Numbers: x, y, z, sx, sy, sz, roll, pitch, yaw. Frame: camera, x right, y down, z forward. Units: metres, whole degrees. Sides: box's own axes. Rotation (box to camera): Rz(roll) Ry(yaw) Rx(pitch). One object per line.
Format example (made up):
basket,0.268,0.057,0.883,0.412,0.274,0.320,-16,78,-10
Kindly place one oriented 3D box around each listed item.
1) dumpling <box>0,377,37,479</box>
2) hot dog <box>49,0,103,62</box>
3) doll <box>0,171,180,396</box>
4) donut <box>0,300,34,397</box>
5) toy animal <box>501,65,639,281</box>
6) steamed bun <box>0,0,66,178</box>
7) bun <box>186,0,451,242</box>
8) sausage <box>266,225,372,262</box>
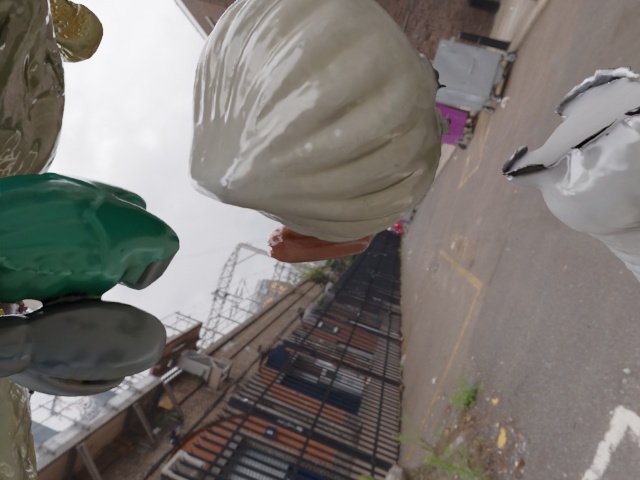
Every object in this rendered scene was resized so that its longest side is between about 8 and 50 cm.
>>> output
dumpling,-0.376,0.216,0.483,0.131,0.252,0.179,-43,-39,-34
hot dog,-0.439,-0.327,0.618,0.073,0.243,0.084,137,150,-59
doll,-0.232,0.013,0.314,0.258,0.194,0.153,24,-65,-46
donut,-0.532,0.195,0.698,0.270,0.103,0.269,24,117,61
toy animal,0.428,-0.037,0.547,0.194,0.357,0.258,-46,10,8
steamed bun,-0.400,-0.142,0.364,0.324,0.310,0.219,-54,29,26
bun,-0.038,-0.089,0.407,0.175,0.263,0.263,-39,-23,-24
sausage,0.000,0.000,0.769,0.077,0.194,0.077,174,90,-76
